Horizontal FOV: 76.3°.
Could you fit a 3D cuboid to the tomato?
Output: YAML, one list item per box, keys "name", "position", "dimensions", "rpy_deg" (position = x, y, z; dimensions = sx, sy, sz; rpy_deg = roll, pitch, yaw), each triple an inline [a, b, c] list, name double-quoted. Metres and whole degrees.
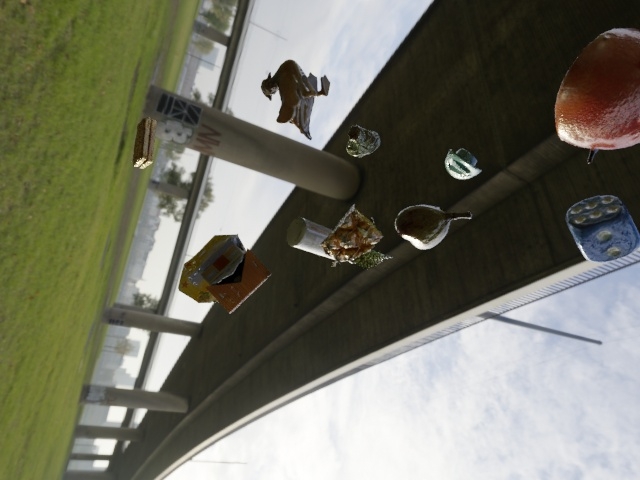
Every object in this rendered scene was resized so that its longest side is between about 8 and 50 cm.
- name: "tomato"
  position: [0.716, -0.328, 0.935]
  dimensions: [0.309, 0.308, 0.170]
  rpy_deg: [-63, -145, 23]

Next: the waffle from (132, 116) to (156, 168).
- name: "waffle"
  position: [-0.575, -0.318, 1.330]
  dimensions: [0.102, 0.042, 0.148]
  rpy_deg: [-9, -105, 51]

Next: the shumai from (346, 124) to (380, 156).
- name: "shumai"
  position: [0.140, -0.356, 1.410]
  dimensions: [0.123, 0.087, 0.099]
  rpy_deg: [-21, -125, 10]

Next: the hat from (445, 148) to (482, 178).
- name: "hat"
  position: [0.534, -0.296, 1.520]
  dimensions: [0.078, 0.138, 0.191]
  rpy_deg: [-54, 176, -3]

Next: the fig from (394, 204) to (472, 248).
- name: "fig"
  position: [0.389, -0.057, 1.394]
  dimensions: [0.274, 0.170, 0.146]
  rpy_deg: [-17, -139, 51]

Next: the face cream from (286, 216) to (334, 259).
- name: "face cream"
  position: [0.000, 0.000, 1.343]
  dimensions: [0.095, 0.214, 0.096]
  rpy_deg: [-22, -121, 42]

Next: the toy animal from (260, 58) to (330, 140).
- name: "toy animal"
  position: [-0.069, -0.327, 0.963]
  dimensions: [0.179, 0.089, 0.189]
  rpy_deg: [0, -79, 35]

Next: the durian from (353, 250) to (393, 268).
- name: "durian"
  position: [0.184, 0.049, 1.576]
  dimensions: [0.086, 0.215, 0.100]
  rpy_deg: [-52, -164, 44]

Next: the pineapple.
- name: "pineapple"
  position: [0.084, -0.024, 1.171]
  dimensions: [0.186, 0.114, 0.236]
  rpy_deg: [-51, -167, -29]

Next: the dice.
- name: "dice"
  position: [0.794, -0.032, 1.151]
  dimensions: [0.143, 0.146, 0.147]
  rpy_deg: [-25, -156, 31]

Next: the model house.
- name: "model house"
  position: [-0.248, 0.115, 1.107]
  dimensions: [0.219, 0.207, 0.135]
  rpy_deg: [-44, -136, -16]
